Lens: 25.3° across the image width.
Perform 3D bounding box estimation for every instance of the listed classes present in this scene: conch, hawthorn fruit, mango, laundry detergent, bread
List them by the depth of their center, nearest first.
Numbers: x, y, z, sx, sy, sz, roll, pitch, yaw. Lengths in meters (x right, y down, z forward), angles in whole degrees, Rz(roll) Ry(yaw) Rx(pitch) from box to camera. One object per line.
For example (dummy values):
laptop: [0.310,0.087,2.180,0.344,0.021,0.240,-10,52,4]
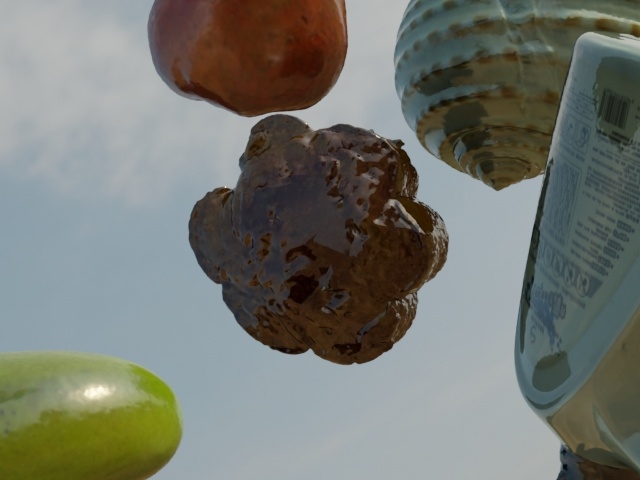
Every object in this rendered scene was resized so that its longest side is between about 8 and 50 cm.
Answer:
laundry detergent: [0.179,0.039,0.762,0.105,0.215,0.281,6,-77,-19]
hawthorn fruit: [-0.046,-0.141,0.866,0.125,0.140,0.125,-24,23,11]
mango: [-0.248,0.162,1.130,0.273,0.149,0.185,-13,-1,1]
bread: [0.011,-0.005,1.392,0.232,0.247,0.135,-53,-21,20]
conch: [0.216,-0.212,1.433,0.303,0.319,0.215,2,9,27]
